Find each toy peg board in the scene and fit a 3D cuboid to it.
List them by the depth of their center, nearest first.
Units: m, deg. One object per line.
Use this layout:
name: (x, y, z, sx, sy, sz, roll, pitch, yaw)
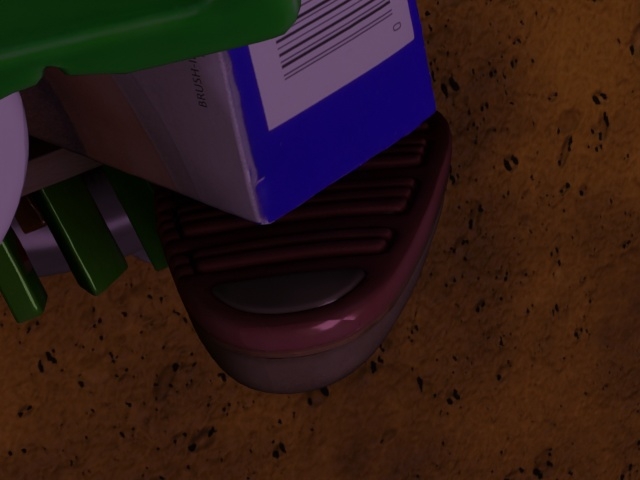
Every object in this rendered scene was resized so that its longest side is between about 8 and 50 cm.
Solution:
toy peg board: (-0.132, -0.026, 0.866, 0.161, 0.160, 0.079, -20, 112, 9)

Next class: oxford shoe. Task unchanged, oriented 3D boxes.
oxford shoe: (0.000, 0.000, 0.800, 0.123, 0.348, 0.130, -3, 111, 4)

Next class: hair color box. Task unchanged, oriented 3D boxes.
hair color box: (-0.119, -0.146, 0.750, 0.110, 0.339, 0.185, -34, 126, -31)

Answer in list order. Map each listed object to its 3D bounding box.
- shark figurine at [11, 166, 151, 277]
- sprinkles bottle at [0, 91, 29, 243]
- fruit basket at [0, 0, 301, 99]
shark figurine: (-0.061, -0.071, 0.997, 0.166, 0.116, 0.278, 34, 86, -45)
sprinkles bottle: (-0.246, -0.091, 0.646, 0.121, 0.355, 0.121, -24, 131, -31)
fruit basket: (-0.190, -0.215, 0.461, 0.392, 0.392, 0.283, -42, 151, -20)
